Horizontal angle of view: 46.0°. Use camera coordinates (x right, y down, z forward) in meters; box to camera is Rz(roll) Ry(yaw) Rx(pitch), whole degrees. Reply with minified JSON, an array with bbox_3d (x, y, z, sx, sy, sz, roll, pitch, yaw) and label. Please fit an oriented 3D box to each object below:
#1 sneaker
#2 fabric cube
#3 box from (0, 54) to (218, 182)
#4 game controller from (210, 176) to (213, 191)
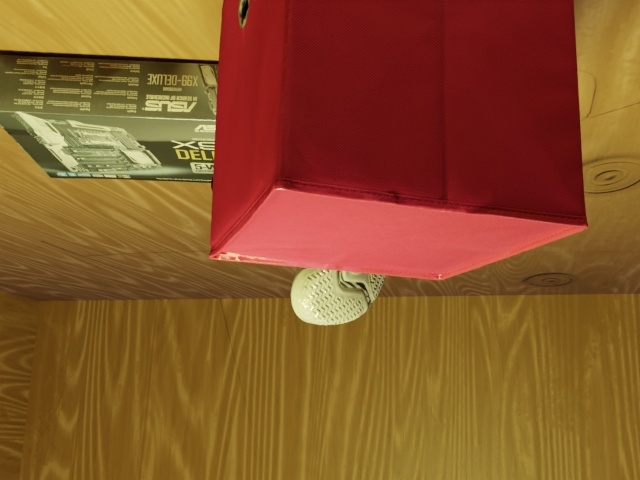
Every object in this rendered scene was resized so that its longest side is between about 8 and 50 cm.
[{"bbox_3d":[0.000,0.000,1.146,0.210,0.137,0.366,2,-148,29],"label":"sneaker"},{"bbox_3d":[0.050,-0.119,0.668,0.259,0.258,0.254,6,167,-18],"label":"fabric cube"},{"bbox_3d":[-0.227,-0.146,0.970,0.307,0.077,0.242,2,167,-3],"label":"box"},{"bbox_3d":[0.012,-0.099,1.022,0.319,0.067,0.166,-18,154,-4],"label":"game controller"}]
